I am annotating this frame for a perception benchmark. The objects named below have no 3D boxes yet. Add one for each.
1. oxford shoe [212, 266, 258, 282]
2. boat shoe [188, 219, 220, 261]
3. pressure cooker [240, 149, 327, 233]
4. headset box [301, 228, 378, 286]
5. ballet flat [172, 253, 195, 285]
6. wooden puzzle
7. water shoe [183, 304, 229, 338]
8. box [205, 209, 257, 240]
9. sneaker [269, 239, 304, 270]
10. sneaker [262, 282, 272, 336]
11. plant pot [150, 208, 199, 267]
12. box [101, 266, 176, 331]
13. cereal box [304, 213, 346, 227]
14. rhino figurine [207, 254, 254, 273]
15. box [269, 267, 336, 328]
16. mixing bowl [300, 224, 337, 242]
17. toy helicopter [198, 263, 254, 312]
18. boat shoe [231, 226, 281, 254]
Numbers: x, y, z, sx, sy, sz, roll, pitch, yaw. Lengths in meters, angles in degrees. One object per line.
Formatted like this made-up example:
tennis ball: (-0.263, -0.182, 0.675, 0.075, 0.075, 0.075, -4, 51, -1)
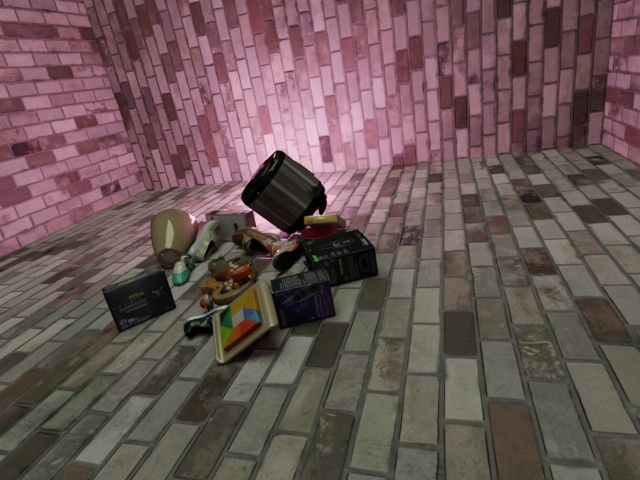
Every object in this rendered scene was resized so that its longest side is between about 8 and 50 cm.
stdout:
oxford shoe: (-0.388, 0.163, 1.815, 0.213, 0.076, 0.076, -4, 29, 14)
boat shoe: (-0.608, 0.008, 2.230, 0.094, 0.109, 0.302, 12, 47, 9)
pressure cooker: (-0.181, -0.240, 2.276, 0.375, 0.420, 0.370, -50, 21, 9)
headset box: (0.067, 0.075, 1.749, 0.283, 0.131, 0.246, -14, 21, -7)
ballet flat: (-0.674, 0.130, 1.998, 0.083, 0.087, 0.247, -10, 22, 0)
wooden puzzle: (-0.260, 0.259, 1.358, 0.239, 0.044, 0.221, -35, 39, 9)
water shoe: (-0.395, 0.302, 1.500, 0.203, 0.072, 0.080, -17, 44, -8)
box: (-0.508, -0.085, 2.355, 0.290, 0.169, 0.087, 1, 22, 29)
sneaker: (-0.193, 0.070, 1.937, 0.145, 0.090, 0.270, 0, 20, 27)
sneaker: (-0.237, 0.247, 1.496, 0.121, 0.111, 0.300, -11, 19, 10)
plant pot: (-0.787, 0.008, 2.187, 0.257, 0.256, 0.274, -12, 37, -4)
box: (-0.718, 0.232, 1.638, 0.233, 0.183, 0.059, -23, 25, -31)
cereal box: (0.029, -0.093, 2.154, 0.173, 0.047, 0.240, -4, -7, 15)
rhino figurine: (-0.420, 0.119, 1.937, 0.244, 0.073, 0.106, 0, 20, 20)
box: (-0.064, 0.204, 1.462, 0.207, 0.153, 0.108, -14, 23, -7)
mixing bowl: (0.000, 0.000, 2.006, 0.182, 0.098, 0.181, -9, 20, 3)
toy helicopter: (-0.415, 0.211, 1.685, 0.235, 0.140, 0.355, -37, 23, -33)
boat shoe: (-0.351, 0.007, 2.123, 0.325, 0.123, 0.116, 5, 28, 36)
